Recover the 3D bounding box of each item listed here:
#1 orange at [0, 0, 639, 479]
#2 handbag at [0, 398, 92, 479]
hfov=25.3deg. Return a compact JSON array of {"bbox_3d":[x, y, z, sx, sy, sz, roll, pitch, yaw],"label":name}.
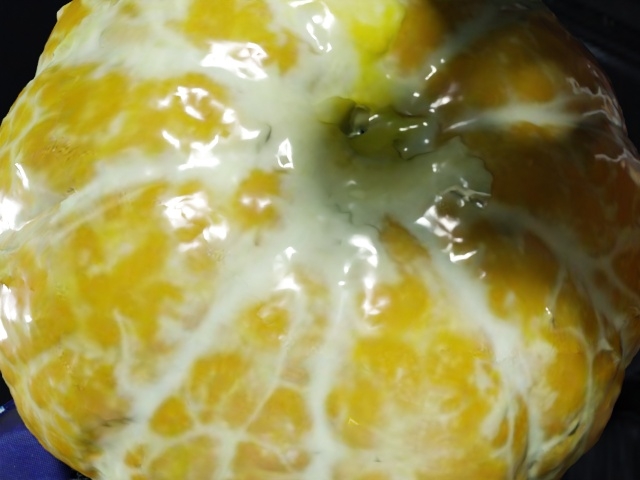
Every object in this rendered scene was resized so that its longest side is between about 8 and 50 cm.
[{"bbox_3d":[0.000,0.000,0.697,0.329,0.329,0.249,12,-16,-7],"label":"orange"},{"bbox_3d":[-0.113,0.150,0.787,0.162,0.260,0.113,38,-49,10],"label":"handbag"}]
